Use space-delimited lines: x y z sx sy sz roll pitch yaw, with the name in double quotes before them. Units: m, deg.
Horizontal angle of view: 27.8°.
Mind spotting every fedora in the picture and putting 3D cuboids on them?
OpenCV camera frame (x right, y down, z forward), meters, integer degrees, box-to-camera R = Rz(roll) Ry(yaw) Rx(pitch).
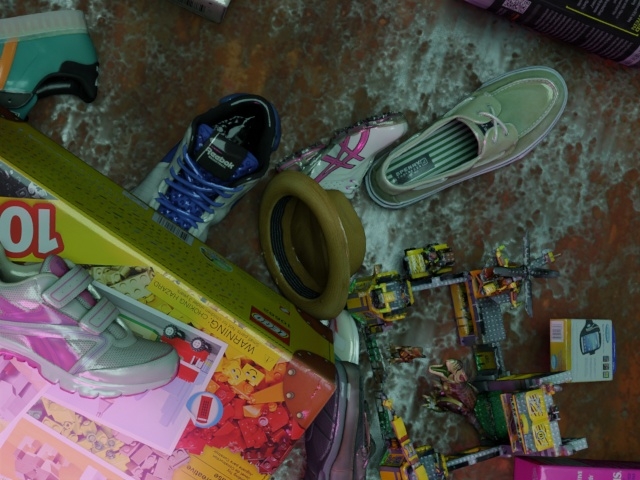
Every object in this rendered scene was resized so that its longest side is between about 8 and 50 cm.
"fedora" 0.000 0.000 1.593 0.079 0.194 0.194 -22 89 -35

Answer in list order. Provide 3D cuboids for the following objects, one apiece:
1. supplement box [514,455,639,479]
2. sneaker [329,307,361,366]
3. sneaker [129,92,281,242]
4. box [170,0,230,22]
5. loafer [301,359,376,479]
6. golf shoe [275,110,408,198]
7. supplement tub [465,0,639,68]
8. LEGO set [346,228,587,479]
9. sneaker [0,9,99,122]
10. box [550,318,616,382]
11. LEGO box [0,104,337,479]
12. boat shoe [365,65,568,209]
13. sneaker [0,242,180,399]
"supplement box" 0.364 0.339 1.642 0.220 0.114 0.111 4 86 -7
"sneaker" 0.007 0.164 1.627 0.075 0.057 0.161 3 88 -14
"sneaker" -0.157 -0.066 1.556 0.127 0.182 0.315 37 81 -3
"box" -0.116 -0.426 1.634 0.113 0.094 0.275 26 82 -6
"loafer" 0.028 0.265 1.583 0.084 0.096 0.267 0 113 -21
"golf shoe" 0.037 -0.100 1.620 0.186 0.067 0.086 -26 93 27
"supplement tub" 0.356 -0.348 1.644 0.338 0.207 0.207 21 83 -7
"LEGO set" 0.183 0.156 1.561 0.255 0.192 0.331 -1 83 -26
"sneaker" -0.407 -0.189 1.544 0.302 0.108 0.121 -17 87 -24
"box" 0.341 0.142 1.666 0.136 0.028 0.081 6 83 -51
"LEGO box" -0.288 0.137 1.451 0.500 0.193 0.372 34 101 -8
"boat shoe" 0.198 -0.130 1.659 0.302 0.094 0.109 -33 91 -10
"sneaker" -0.256 0.077 1.285 0.252 0.103 0.111 18 103 -6
